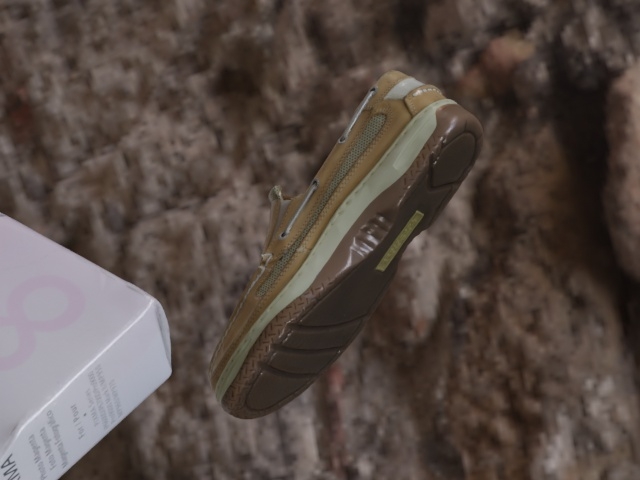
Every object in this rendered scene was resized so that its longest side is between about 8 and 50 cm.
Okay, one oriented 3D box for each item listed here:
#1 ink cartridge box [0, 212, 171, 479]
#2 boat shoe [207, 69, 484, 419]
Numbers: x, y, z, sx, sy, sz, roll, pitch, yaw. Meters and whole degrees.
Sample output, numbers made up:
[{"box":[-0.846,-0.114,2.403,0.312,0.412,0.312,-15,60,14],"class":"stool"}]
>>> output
[{"box":[-0.208,0.075,0.694,0.232,0.189,0.066,-40,141,-33],"class":"ink cartridge box"},{"box":[0.000,0.000,0.799,0.190,0.072,0.068,-51,151,0],"class":"boat shoe"}]
